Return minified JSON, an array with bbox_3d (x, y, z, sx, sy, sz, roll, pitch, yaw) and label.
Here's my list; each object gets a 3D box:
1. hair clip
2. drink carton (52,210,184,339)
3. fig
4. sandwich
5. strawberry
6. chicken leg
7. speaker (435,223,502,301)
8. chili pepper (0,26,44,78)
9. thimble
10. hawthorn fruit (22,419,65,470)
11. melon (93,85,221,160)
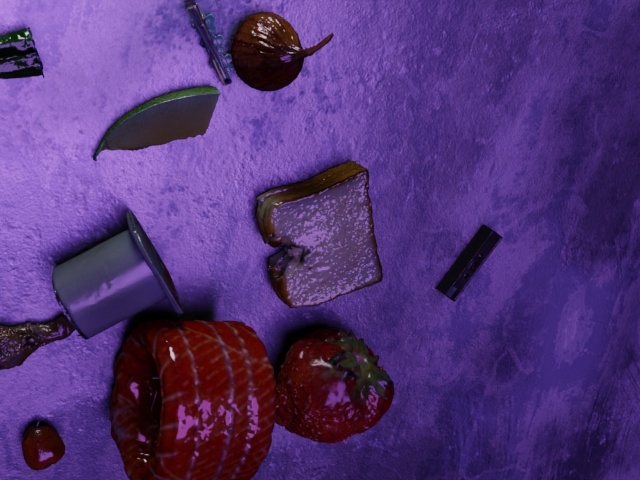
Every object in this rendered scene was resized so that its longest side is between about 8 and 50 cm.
[{"bbox_3d":[-0.200,-0.368,1.580,0.049,0.049,0.172,-31,126,-11],"label":"hair clip"},{"bbox_3d":[-0.388,0.070,1.609,0.190,0.185,0.191,-26,122,-2],"label":"drink carton"},{"bbox_3d":[-0.064,-0.337,1.570,0.133,0.201,0.146,-50,137,-22],"label":"fig"},{"bbox_3d":[-0.001,-0.001,1.803,0.249,0.095,0.273,-20,117,-18],"label":"sandwich"},{"bbox_3d":[0.009,0.333,1.882,0.257,0.257,0.277,27,119,-32],"label":"strawberry"},{"bbox_3d":[-0.562,0.191,1.634,0.198,0.069,0.084,-20,95,-25],"label":"chicken leg"},{"bbox_3d":[0.352,0.054,2.027,0.040,0.046,0.191,35,93,-32],"label":"speaker"},{"bbox_3d":[-0.582,-0.290,1.419,0.227,0.059,0.088,-16,121,-17],"label":"chili pepper"},{"bbox_3d":[-0.255,0.318,1.675,0.231,0.350,0.350,4,109,-31],"label":"thimble"},{"bbox_3d":[-0.560,0.409,1.719,0.081,0.081,0.093,-24,90,-15],"label":"hawthorn fruit"},{"bbox_3d":[-0.307,-0.214,1.604,0.262,0.053,0.114,-24,138,-11],"label":"melon"}]
